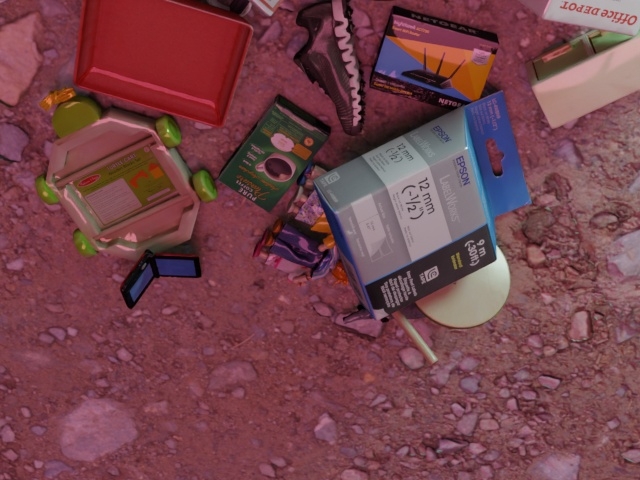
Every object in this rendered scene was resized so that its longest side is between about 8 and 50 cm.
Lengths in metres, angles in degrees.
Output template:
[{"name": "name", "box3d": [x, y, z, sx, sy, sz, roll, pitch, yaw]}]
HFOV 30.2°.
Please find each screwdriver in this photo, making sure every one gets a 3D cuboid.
[{"name": "screwdriver", "box3d": [-0.146, -0.349, 1.859, 0.024, 0.025, 0.170, 9, 163, -24]}]

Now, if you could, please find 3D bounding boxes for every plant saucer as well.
[{"name": "plant saucer", "box3d": [-0.250, -0.304, 1.870, 0.259, 0.047, 0.258, 16, 145, -6]}]

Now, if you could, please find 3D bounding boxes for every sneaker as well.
[{"name": "sneaker", "box3d": [0.013, -0.277, 1.906, 0.106, 0.078, 0.234, -6, 117, 9]}]

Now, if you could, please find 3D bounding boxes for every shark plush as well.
[{"name": "shark plush", "box3d": [0.120, 0.123, 2.143, 0.161, 0.067, 0.073, 0, 121, 3]}]

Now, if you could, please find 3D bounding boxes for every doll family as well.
[{"name": "doll family", "box3d": [0.000, 0.000, 2.045, 0.163, 0.118, 0.263, 26, 118, -13]}]

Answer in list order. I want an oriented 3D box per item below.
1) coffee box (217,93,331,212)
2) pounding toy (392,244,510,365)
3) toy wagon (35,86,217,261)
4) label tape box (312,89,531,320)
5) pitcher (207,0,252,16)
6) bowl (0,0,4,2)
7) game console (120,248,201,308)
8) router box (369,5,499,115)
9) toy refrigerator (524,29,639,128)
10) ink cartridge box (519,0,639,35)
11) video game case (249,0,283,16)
[{"name": "coffee box", "box3d": [-0.080, -0.146, 2.006, 0.113, 0.040, 0.184, 31, 117, -15]}, {"name": "pounding toy", "box3d": [0.215, 0.093, 2.090, 0.237, 0.110, 0.183, -40, 82, -14]}, {"name": "toy wagon", "box3d": [-0.350, -0.123, 2.017, 0.267, 0.068, 0.344, -24, 117, 15]}, {"name": "label tape box", "box3d": [0.190, -0.055, 1.933, 0.348, 0.115, 0.249, -25, 129, -5]}, {"name": "pitcher", "box3d": [-0.170, -0.430, 1.804, 0.207, 0.125, 0.178, 21, 135, -23]}, {"name": "bowl", "box3d": [-0.509, -0.458, 1.831, 0.142, 0.053, 0.142, 38, 115, -19]}, {"name": "game console", "box3d": [-0.279, 0.073, 2.083, 0.085, 0.124, 0.144, 32, 164, 7]}, {"name": "router box", "box3d": [0.181, -0.288, 1.906, 0.179, 0.046, 0.133, 14, 120, -6]}, {"name": "toy refrigerator", "box3d": [0.464, -0.288, 1.862, 0.269, 0.102, 0.094, -25, 117, 17]}, {"name": "ink cartridge box", "box3d": [0.421, -0.451, 1.716, 0.201, 0.117, 0.278, 3, 125, -32]}, {"name": "video game case", "box3d": [-0.060, -0.501, 1.725, 0.204, 0.025, 0.285, 40, 86, -20]}]
